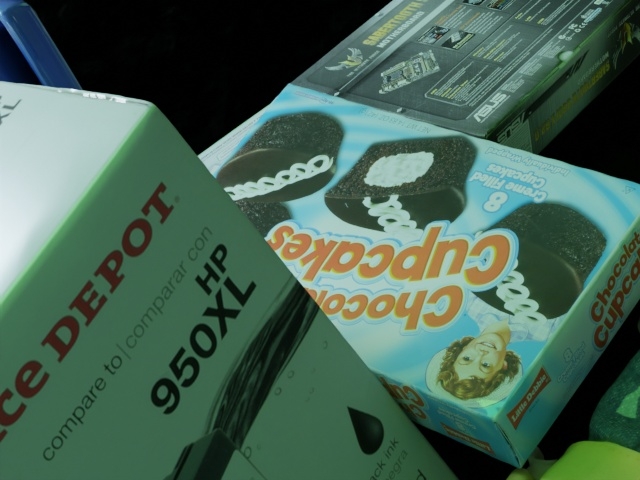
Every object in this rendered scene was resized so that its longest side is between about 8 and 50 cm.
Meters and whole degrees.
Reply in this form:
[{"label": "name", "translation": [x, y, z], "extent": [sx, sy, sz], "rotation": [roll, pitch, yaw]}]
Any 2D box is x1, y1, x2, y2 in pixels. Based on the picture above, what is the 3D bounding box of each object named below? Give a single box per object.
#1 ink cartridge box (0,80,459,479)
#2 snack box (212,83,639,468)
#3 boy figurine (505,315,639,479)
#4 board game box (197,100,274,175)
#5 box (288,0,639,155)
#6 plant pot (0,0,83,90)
[{"label": "ink cartridge box", "translation": [-0.117, 0.144, 0.966], "extent": [0.166, 0.395, 0.285], "rotation": [11, 58, 45]}, {"label": "snack box", "translation": [0.048, 0.011, 1.100], "extent": [0.322, 0.060, 0.187], "rotation": [20, 62, 40]}, {"label": "boy figurine", "translation": [0.173, 0.174, 0.954], "extent": [0.177, 0.092, 0.285], "rotation": [10, 58, 44]}, {"label": "board game box", "translation": [0.000, 0.000, 1.297], "extent": [0.242, 0.064, 0.316], "rotation": [-35, 37, 3]}, {"label": "box", "translation": [0.116, -0.135, 1.277], "extent": [0.183, 0.056, 0.231], "rotation": [17, 45, 36]}, {"label": "plant pot", "translation": [-0.347, -0.108, 1.561], "extent": [0.212, 0.236, 0.236], "rotation": [-45, 38, -21]}]
